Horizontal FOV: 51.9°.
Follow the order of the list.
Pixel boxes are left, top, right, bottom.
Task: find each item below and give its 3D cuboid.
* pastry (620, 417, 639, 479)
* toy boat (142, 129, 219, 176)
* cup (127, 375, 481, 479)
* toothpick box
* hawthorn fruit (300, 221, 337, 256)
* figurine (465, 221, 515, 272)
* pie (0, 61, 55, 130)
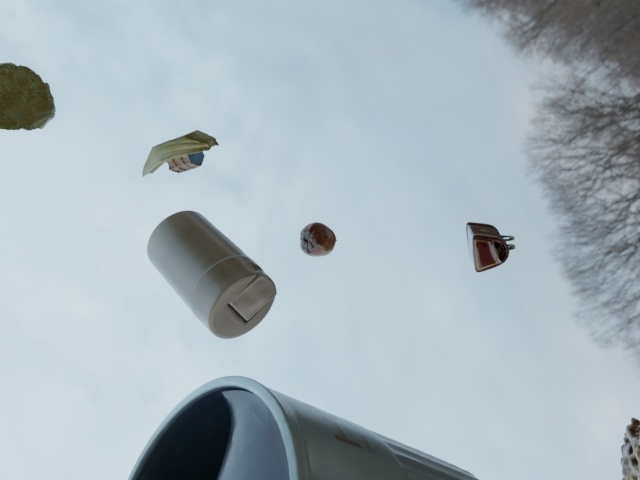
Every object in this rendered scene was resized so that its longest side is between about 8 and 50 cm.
[{"bbox_3d":[0.404,0.283,0.627,0.315,0.184,0.284,49,-164,-29],"label":"pastry"},{"bbox_3d":[-0.266,-0.158,1.221,0.065,0.172,0.066,-46,-62,-59],"label":"toy boat"},{"bbox_3d":[-0.017,0.311,0.613,0.311,0.331,0.256,30,-140,-33],"label":"cup"},{"bbox_3d":[-0.157,0.046,0.934,0.111,0.111,0.181,8,-155,-49],"label":"toothpick box"},{"bbox_3d":[-0.005,0.000,1.329,0.077,0.077,0.077,33,-145,-27],"label":"hawthorn fruit"},{"bbox_3d":[0.365,0.013,1.392,0.154,0.098,0.082,-77,-18,-75],"label":"figurine"},{"bbox_3d":[-0.807,-0.352,1.642,0.275,0.105,0.257,-12,-128,-39],"label":"pie"}]
